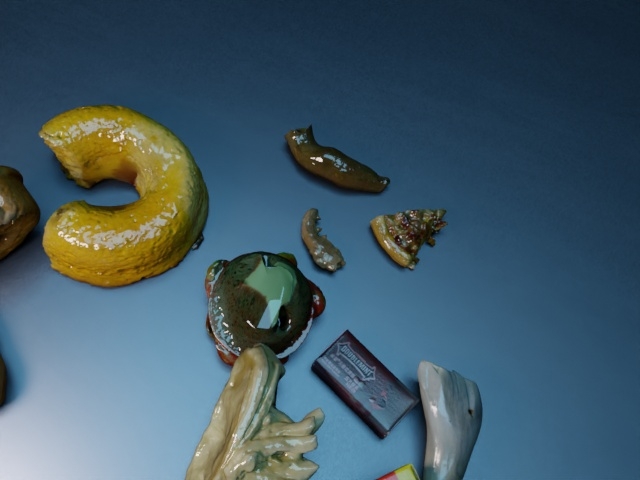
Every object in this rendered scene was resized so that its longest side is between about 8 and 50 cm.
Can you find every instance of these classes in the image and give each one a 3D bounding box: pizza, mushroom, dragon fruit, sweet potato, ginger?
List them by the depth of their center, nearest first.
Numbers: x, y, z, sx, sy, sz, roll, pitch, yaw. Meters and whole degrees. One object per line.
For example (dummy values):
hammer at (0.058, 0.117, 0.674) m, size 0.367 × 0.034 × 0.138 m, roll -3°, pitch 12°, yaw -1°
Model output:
mushroom at (0.260, 0.430, 1.544) m, size 0.159 × 0.122 × 0.329 m, roll 12°, pitch 68°, yaw -10°
dragon fruit at (-0.128, 0.141, 1.622) m, size 0.268 × 0.130 × 0.295 m, roll 17°, pitch 66°, yaw 6°
ginger at (-0.004, 0.000, 1.736) m, size 0.069 × 0.051 × 0.174 m, roll -19°, pitch 72°, yaw -19°
pizza at (0.231, -0.031, 1.768) m, size 0.193 × 0.069 × 0.154 m, roll -32°, pitch 73°, yaw -17°
sweet potato at (0.039, -0.196, 1.807) m, size 0.285 × 0.085 × 0.112 m, roll 25°, pitch 61°, yaw 3°

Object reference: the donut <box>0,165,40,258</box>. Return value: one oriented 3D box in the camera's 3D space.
donut at (-0.746, -0.020, 1.523) m, size 0.150 × 0.317 × 0.299 m, roll 52°, pitch 27°, yaw 1°

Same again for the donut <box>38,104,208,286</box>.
donut at (-0.448, -0.128, 1.672) m, size 0.377 × 0.163 × 0.436 m, roll -10°, pitch 68°, yaw -12°

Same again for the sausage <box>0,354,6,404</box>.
sausage at (-0.723, 0.240, 1.498) m, size 0.120 × 0.136 × 0.241 m, roll -27°, pitch 68°, yaw -10°

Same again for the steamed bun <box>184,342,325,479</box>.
steamed bun at (-0.123, 0.424, 1.424) m, size 0.189 × 0.247 × 0.428 m, roll 25°, pitch 77°, yaw -17°

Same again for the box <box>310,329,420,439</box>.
box at (0.096, 0.313, 1.604) m, size 0.120 × 0.069 × 0.224 m, roll -40°, pitch 75°, yaw -21°

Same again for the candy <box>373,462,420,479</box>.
candy at (0.067, 0.543, 1.459) m, size 0.275 × 0.146 × 0.088 m, roll -20°, pitch 70°, yaw -14°
